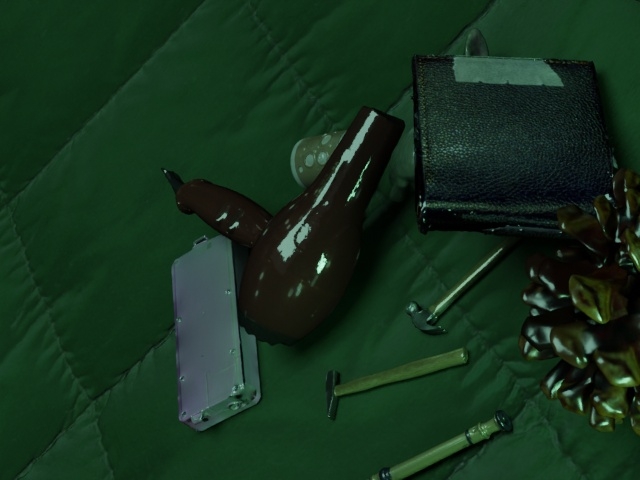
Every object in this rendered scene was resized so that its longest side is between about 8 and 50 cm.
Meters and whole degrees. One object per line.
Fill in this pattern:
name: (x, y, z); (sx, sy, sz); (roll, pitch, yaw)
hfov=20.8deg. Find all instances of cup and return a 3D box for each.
cup: (0.019, -0.086, 2.197); (0.099, 0.074, 0.102); (-6, 90, 43)

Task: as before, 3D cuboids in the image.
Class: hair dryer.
hair dryer: (-0.072, -0.063, 2.165); (0.340, 0.123, 0.313); (31, 100, 39)

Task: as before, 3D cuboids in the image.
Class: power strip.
power strip: (-0.136, 0.112, 2.224); (0.109, 0.037, 0.279); (-29, 47, 26)

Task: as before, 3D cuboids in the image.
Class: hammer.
hammer: (0.176, 0.041, 1.998); (0.182, 0.017, 0.062); (-43, 43, 11)
hammer: (0.085, 0.158, 2.005); (0.199, 0.013, 0.062); (-19, 52, 34)

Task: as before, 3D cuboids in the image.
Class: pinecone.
pinecone: (0.309, 0.075, 1.687); (0.264, 0.264, 0.264); (-23, 49, 30)

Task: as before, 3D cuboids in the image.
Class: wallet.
wallet: (0.211, -0.105, 1.941); (0.220, 0.071, 0.262); (1, 50, -1)

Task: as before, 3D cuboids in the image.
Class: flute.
flute: (0.108, 0.244, 1.917); (0.233, 0.027, 0.027); (-30, 46, 25)

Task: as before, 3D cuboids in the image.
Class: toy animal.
toy animal: (0.170, -0.140, 2.055); (0.108, 0.138, 0.236); (28, 74, 11)
